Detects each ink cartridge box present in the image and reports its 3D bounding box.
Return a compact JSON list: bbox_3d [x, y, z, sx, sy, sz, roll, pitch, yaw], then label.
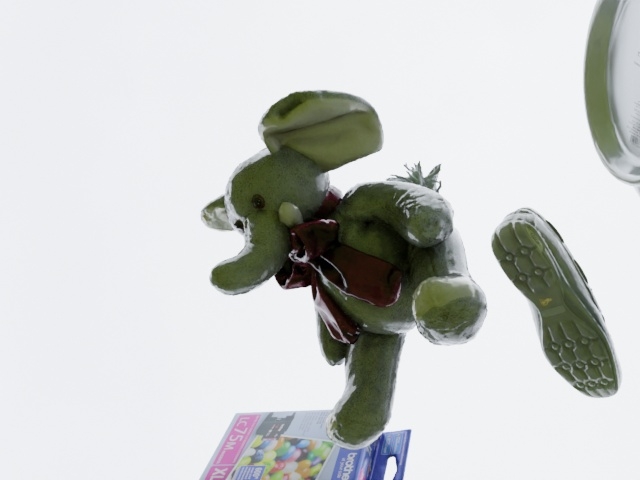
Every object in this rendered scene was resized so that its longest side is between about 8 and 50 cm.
[{"bbox_3d":[-0.022,0.345,1.022,0.311,0.186,0.065,-5,-66,18],"label":"ink cartridge box"}]

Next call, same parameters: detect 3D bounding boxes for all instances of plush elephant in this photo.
[{"bbox_3d":[0.000,0.000,0.679,0.255,0.272,0.330,19,-130,-10],"label":"plush elephant"}]

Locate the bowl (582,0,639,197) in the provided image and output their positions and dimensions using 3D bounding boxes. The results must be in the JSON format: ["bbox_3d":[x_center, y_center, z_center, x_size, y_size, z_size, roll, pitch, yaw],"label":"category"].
[{"bbox_3d":[0.257,-0.110,0.404,0.134,0.298,0.298,-4,-96,0],"label":"bowl"}]

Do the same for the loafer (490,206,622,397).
[{"bbox_3d":[0.373,0.093,0.993,0.112,0.111,0.319,-20,-77,43],"label":"loafer"}]
